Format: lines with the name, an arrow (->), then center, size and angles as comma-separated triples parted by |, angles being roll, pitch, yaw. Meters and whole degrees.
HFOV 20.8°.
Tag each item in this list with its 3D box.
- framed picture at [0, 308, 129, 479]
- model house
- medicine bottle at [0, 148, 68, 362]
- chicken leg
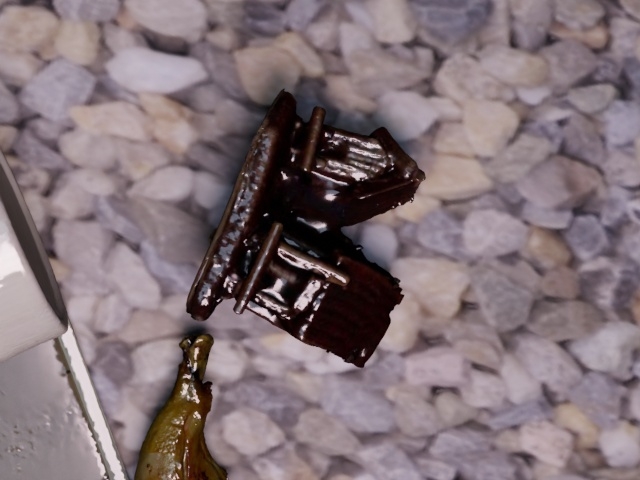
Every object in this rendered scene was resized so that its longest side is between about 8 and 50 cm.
framed picture -> -0.312, 0.190, 1.486 | 0.274, 0.017, 0.217 | -18, 99, -4
model house -> 0.002, -0.005, 1.436 | 0.164, 0.141, 0.203 | 22, 92, 2
medicine bottle -> -0.403, 0.053, 1.360 | 0.371, 0.211, 0.211 | -22, 99, -3
chicken leg -> -0.111, 0.165, 1.484 | 0.093, 0.070, 0.178 | 3, 96, -39
